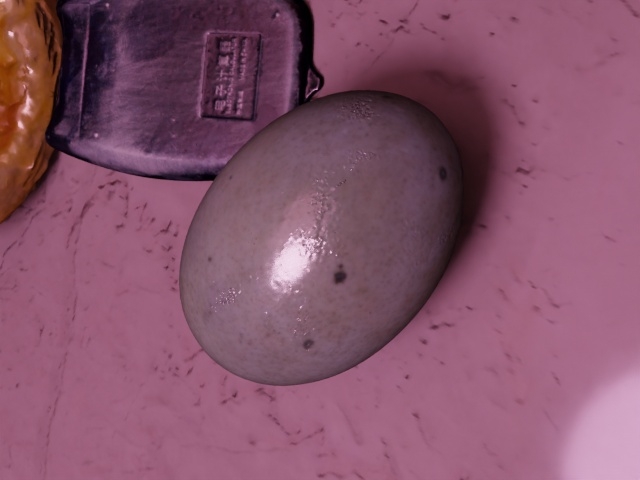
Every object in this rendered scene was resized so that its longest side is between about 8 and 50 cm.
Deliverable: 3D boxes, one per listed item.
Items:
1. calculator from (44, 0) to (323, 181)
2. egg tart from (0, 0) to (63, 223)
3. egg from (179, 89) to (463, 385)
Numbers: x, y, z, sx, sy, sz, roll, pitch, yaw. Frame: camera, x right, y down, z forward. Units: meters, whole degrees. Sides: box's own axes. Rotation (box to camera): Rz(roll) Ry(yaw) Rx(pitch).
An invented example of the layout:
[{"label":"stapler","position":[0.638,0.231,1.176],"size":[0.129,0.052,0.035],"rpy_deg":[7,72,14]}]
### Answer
[{"label":"calculator","position":[-0.123,-0.140,0.786],"size":[0.268,0.040,0.177],"rpy_deg":[5,92,19]},{"label":"egg tart","position":[-0.428,-0.154,0.848],"size":[0.169,0.388,0.388],"rpy_deg":[-165,80,-73]},{"label":"egg","position":[0.000,0.000,0.643],"size":[0.236,0.169,0.169],"rpy_deg":[-46,68,18]}]
